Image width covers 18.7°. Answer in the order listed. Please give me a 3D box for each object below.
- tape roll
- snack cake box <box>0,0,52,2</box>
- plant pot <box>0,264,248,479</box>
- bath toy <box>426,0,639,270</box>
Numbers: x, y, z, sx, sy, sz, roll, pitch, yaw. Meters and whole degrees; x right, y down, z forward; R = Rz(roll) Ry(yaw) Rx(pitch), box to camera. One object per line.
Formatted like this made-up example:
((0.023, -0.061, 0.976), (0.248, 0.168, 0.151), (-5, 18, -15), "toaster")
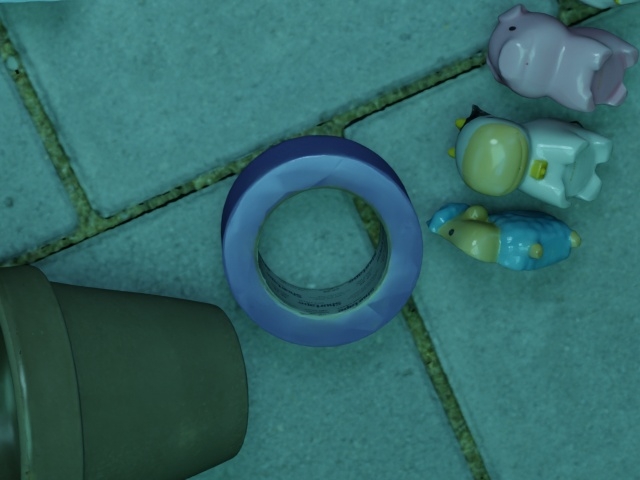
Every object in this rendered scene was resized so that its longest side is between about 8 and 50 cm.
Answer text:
((0.000, 0.000, 1.837), (0.189, 0.080, 0.189), (-1, 108, -4), "tape roll")
((-0.347, -0.287, 1.693), (0.264, 0.089, 0.152), (-2, 115, 0), "snack cake box")
((-0.195, 0.147, 1.799), (0.229, 0.263, 0.263), (-5, 108, -20), "plant pot")
((0.205, -0.152, 1.790), (0.151, 0.129, 0.348), (-4, 117, -50), "bath toy")
